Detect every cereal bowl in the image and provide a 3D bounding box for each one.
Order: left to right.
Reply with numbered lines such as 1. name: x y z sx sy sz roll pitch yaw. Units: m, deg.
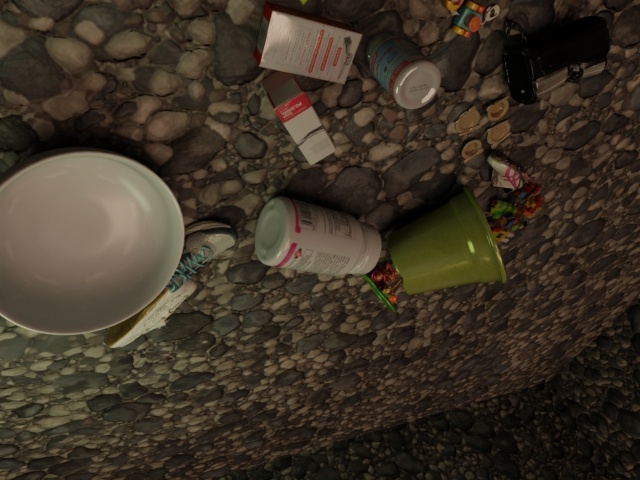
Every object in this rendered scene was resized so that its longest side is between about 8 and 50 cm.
1. cereal bowl: -0.437 -0.009 0.783 0.339 0.141 0.339 -21 123 -36

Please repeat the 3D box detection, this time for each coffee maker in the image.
1. coffee maker: 0.491 -0.394 0.889 0.178 0.120 0.171 -25 138 0

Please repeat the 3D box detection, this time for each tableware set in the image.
1. tableware set: 0.401 -0.273 1.047 0.141 0.020 0.169 -29 139 5

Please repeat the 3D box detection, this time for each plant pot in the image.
1. plant pot: 0.327 0.026 1.170 0.253 0.276 0.276 -22 140 14

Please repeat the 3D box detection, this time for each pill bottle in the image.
1. pill bottle: 0.000 0.000 1.032 0.283 0.160 0.160 12 127 -34
2. pill bottle: 0.142 -0.312 0.773 0.087 0.160 0.087 -14 138 -13

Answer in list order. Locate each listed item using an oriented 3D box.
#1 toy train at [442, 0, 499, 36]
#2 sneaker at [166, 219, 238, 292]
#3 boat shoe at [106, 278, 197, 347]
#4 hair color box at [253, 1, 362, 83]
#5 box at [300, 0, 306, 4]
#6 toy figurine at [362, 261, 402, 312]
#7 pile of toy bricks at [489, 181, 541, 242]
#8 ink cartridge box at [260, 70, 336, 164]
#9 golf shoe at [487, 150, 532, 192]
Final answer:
1. toy train: 0.287 -0.454 0.782 0.125 0.046 0.166 -31 138 8
2. sneaker: -0.313 0.055 0.967 0.283 0.122 0.110 -23 140 -3
3. boat shoe: -0.419 0.184 1.069 0.277 0.098 0.096 -39 136 14
4. hair color box: -0.023 -0.341 0.746 0.167 0.053 0.093 2 131 -26
5. box: 0.011 -0.449 0.624 0.178 0.042 0.109 -39 167 15
6. toy figurine: 0.233 0.109 1.323 0.159 0.130 0.173 -40 114 -3
7. pile of toy bricks: 0.553 -0.092 1.267 0.105 0.118 0.212 15 149 -2
8. ink cartridge box: -0.040 -0.232 0.807 0.063 0.109 0.150 -31 139 6
9. golf shoe: 0.499 -0.178 1.158 0.186 0.067 0.086 20 124 -39
